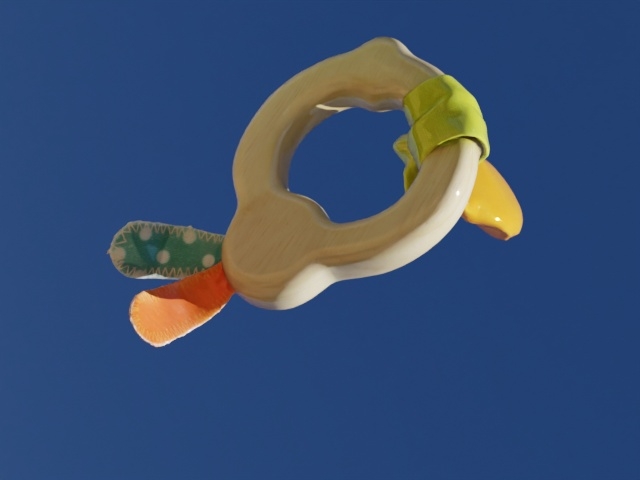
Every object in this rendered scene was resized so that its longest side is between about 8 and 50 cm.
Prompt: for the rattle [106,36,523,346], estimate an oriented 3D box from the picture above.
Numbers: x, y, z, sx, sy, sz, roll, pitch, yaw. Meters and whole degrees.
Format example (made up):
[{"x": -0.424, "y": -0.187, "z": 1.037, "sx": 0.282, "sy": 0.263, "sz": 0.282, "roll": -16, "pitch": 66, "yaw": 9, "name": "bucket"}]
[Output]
[{"x": 0.000, "y": 0.000, "z": 0.833, "sx": 0.130, "sy": 0.143, "sz": 0.200, "roll": 42, "pitch": -96, "yaw": 15, "name": "rattle"}]
